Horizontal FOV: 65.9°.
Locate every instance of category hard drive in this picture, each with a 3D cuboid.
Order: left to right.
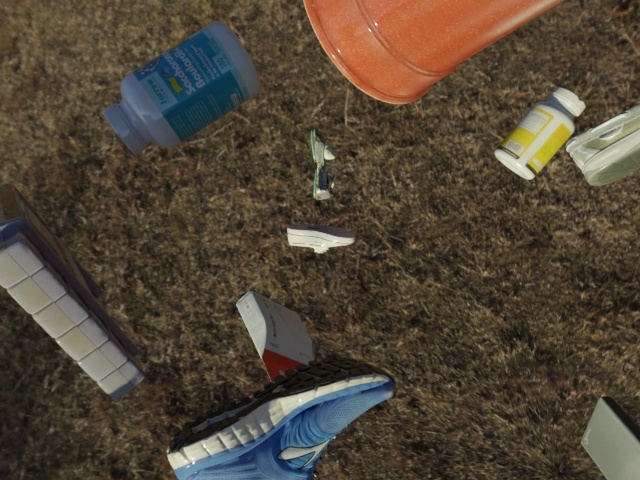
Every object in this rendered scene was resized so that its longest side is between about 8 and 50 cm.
[{"bbox_3d":[0.412,0.294,0.666,0.022,0.094,0.135,1,26,-8],"label":"hard drive"}]

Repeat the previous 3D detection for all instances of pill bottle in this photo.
[{"bbox_3d":[-0.251,-0.265,0.891,0.264,0.146,0.146,-36,56,-7],"label":"pill bottle"},{"bbox_3d":[0.473,-0.231,1.061,0.184,0.103,0.103,-52,55,12],"label":"pill bottle"}]

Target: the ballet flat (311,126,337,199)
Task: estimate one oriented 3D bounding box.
[{"bbox_3d":[0.007,-0.121,0.779,0.041,0.041,0.114,6,108,28],"label":"ballet flat"}]

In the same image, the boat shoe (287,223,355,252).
[{"bbox_3d":[0.000,0.000,0.700,0.100,0.035,0.035,6,113,14],"label":"boat shoe"}]

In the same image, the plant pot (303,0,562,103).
[{"bbox_3d":[0.161,-0.338,0.582,0.265,0.272,0.272,-12,58,51],"label":"plant pot"}]

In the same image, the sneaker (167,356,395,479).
[{"bbox_3d":[-0.037,0.275,0.705,0.330,0.130,0.147,-21,95,-17],"label":"sneaker"}]

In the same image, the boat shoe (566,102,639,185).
[{"bbox_3d":[0.585,-0.220,0.832,0.320,0.118,0.103,-38,56,30],"label":"boat shoe"}]

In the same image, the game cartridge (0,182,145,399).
[{"bbox_3d":[-0.361,0.045,0.669,0.068,0.230,0.355,-34,32,-22],"label":"game cartridge"}]

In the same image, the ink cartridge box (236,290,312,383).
[{"bbox_3d":[-0.072,0.232,1.073,0.066,0.189,0.232,-44,51,7],"label":"ink cartridge box"}]
